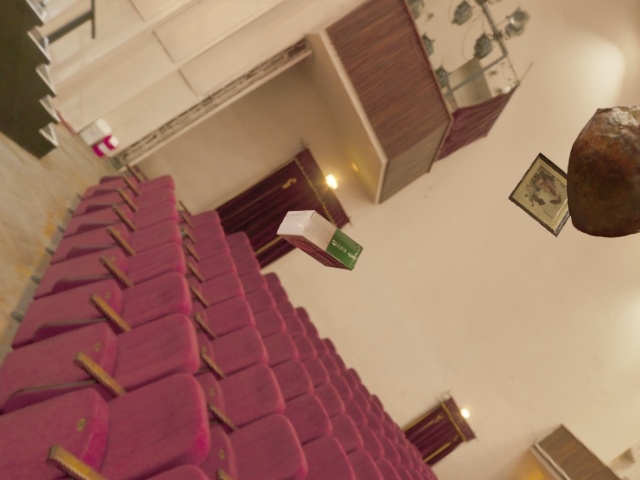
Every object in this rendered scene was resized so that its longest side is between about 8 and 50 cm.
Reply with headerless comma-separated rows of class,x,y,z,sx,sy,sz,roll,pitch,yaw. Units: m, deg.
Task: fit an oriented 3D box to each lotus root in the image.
lotus root,0.730,-0.164,1.205,0.142,0.210,0.314,-105,-170,-75

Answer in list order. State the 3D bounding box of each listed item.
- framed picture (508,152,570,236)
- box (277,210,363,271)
framed picture,0.694,-0.141,1.520,0.195,0.199,0.010,38,-13,-1
box,0.000,0.000,1.356,0.199,0.081,0.135,37,-18,-28
